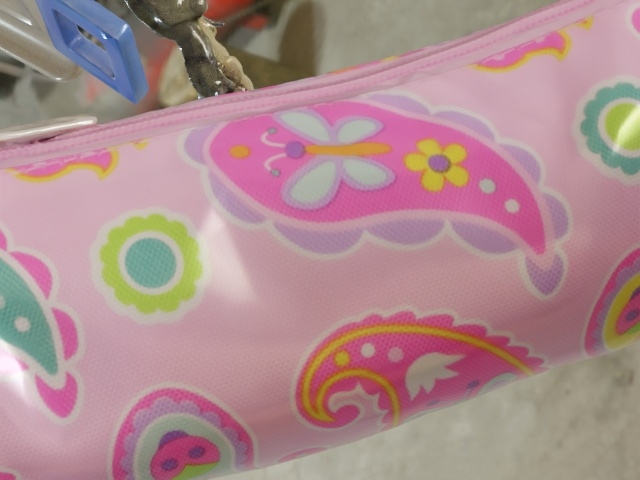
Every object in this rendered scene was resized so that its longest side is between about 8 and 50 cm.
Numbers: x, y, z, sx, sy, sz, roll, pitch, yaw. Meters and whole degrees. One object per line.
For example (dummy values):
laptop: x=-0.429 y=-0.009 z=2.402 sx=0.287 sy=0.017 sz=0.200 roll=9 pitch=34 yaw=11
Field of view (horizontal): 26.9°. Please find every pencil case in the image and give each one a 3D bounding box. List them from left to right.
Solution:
pencil case: x=0.000 y=0.000 z=0.406 sx=0.124 sy=0.284 sz=0.124 roll=166 pitch=90 yaw=-80

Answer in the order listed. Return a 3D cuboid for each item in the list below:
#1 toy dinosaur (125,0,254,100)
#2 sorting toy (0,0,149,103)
toy dinosaur: x=-0.118 y=-0.211 z=0.927 sx=0.118 sy=0.268 sz=0.064 roll=-46 pitch=4 yaw=-23
sorting toy: x=-0.215 y=-0.192 z=0.729 sx=0.347 sy=0.196 sz=0.047 roll=29 pitch=68 yaw=32
